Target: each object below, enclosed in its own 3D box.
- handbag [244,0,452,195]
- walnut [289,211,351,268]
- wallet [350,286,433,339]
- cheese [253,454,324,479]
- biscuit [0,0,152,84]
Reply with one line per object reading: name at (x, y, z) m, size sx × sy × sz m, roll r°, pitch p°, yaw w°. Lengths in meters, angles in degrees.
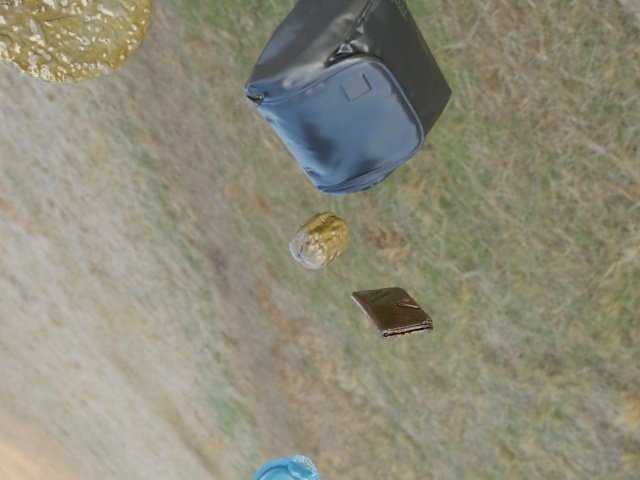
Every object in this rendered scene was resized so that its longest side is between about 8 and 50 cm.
handbag at (0.057, -0.219, 1.386) m, size 0.178 × 0.275 × 0.302 m, roll 15°, pitch 156°, yaw 36°
walnut at (0.000, 0.000, 1.407) m, size 0.079 × 0.096 × 0.082 m, roll 16°, pitch 136°, yaw 40°
wallet at (0.117, 0.114, 1.545) m, size 0.176 × 0.095 × 0.026 m, roll -129°, pitch 33°, yaw -69°
cheese at (-0.025, 0.161, 0.497) m, size 0.047 × 0.017 × 0.111 m, roll 28°, pitch 108°, yaw 21°
biscuit at (-0.276, -0.267, 0.968) m, size 0.220 × 0.220 × 0.033 m, roll 51°, pitch 153°, yaw -12°
